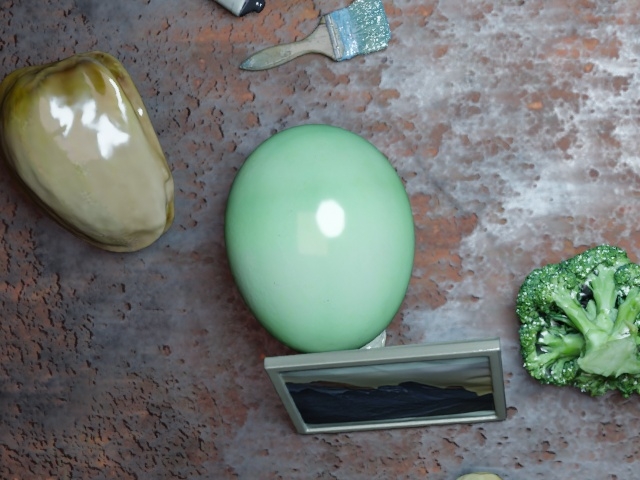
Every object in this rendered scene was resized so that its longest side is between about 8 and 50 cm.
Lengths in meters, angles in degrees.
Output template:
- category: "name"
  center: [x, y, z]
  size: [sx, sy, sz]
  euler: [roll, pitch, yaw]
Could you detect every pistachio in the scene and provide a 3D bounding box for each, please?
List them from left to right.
- category: "pistachio"
  center: [-0.295, -0.101, 1.337]
  size: [0.212, 0.163, 0.260]
  euler: [-16, 102, 30]

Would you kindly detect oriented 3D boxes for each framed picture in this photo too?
- category: "framed picture"
  center: [0.084, 0.176, 1.267]
  size: [0.265, 0.192, 0.018]
  euler: [-7, 56, 10]

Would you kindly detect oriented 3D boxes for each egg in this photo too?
- category: "egg"
  center: [0.000, 0.000, 1.250]
  size: [0.220, 0.220, 0.270]
  euler: [-9, 98, 10]

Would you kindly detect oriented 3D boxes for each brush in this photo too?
- category: "brush"
  center: [-0.010, -0.246, 1.348]
  size: [0.196, 0.021, 0.070]
  euler: [-16, 87, 10]

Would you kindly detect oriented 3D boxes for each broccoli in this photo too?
- category: "broccoli"
  center: [0.316, 0.101, 1.239]
  size: [0.195, 0.156, 0.195]
  euler: [-2, 122, -3]

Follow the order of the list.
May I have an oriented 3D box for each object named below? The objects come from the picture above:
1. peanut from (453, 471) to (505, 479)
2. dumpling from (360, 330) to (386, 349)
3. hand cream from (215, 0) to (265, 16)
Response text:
- category: "peanut"
  center: [0.126, 0.378, 1.293]
  size: [0.263, 0.117, 0.101]
  euler: [-43, 65, 11]
- category: "dumpling"
  center: [0.048, 0.133, 1.336]
  size: [0.059, 0.043, 0.077]
  euler: [21, 111, 25]
- category: "hand cream"
  center: [-0.149, -0.340, 1.345]
  size: [0.186, 0.087, 0.054]
  euler: [32, 76, 3]
